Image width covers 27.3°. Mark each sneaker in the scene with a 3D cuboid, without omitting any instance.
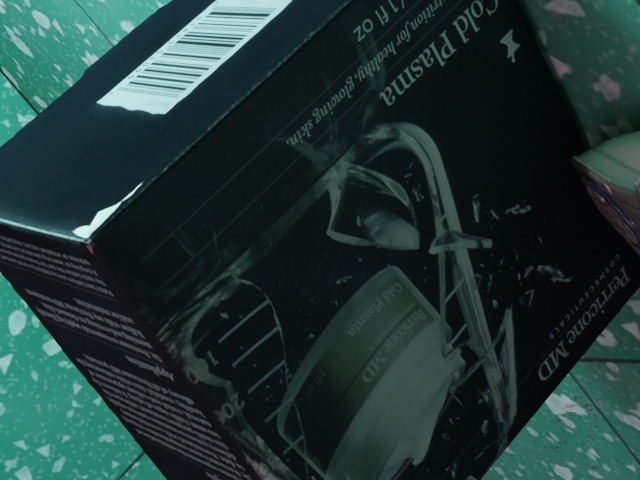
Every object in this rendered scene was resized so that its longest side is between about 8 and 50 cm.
[{"bbox_3d":[0.314,-0.055,1.134,0.111,0.129,0.297,51,176,-13],"label":"sneaker"}]

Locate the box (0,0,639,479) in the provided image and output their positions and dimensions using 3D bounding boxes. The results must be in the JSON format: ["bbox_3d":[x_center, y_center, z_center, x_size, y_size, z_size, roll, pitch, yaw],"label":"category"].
[{"bbox_3d":[0.000,0.000,1.275,0.297,0.480,0.471,14,143,50],"label":"box"}]
